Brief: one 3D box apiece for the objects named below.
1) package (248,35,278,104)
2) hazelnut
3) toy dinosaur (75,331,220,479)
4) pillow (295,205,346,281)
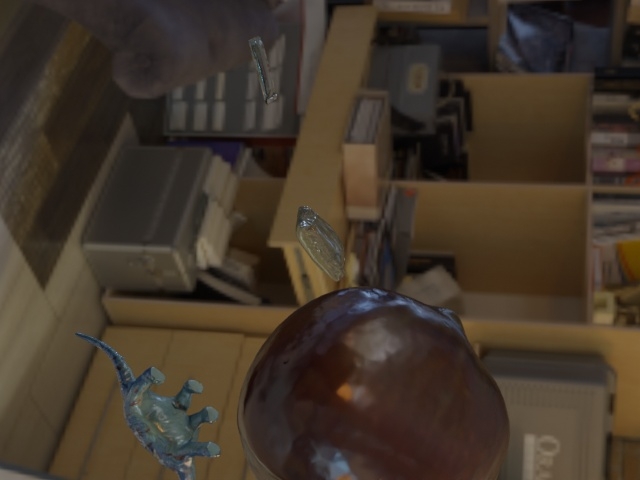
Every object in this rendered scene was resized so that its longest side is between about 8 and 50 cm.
[{"bbox_3d":[-0.094,-0.280,1.595,0.037,0.015,0.110,-46,127,-53],"label":"package"},{"bbox_3d":[0.042,0.143,0.813,0.229,0.229,0.230,2,90,-77],"label":"hazelnut"},{"bbox_3d":[-0.197,0.236,1.264,0.329,0.144,0.076,61,30,2],"label":"toy dinosaur"},{"bbox_3d":[0.000,0.000,1.663,0.119,0.053,0.208,49,7,-7],"label":"pillow"}]
